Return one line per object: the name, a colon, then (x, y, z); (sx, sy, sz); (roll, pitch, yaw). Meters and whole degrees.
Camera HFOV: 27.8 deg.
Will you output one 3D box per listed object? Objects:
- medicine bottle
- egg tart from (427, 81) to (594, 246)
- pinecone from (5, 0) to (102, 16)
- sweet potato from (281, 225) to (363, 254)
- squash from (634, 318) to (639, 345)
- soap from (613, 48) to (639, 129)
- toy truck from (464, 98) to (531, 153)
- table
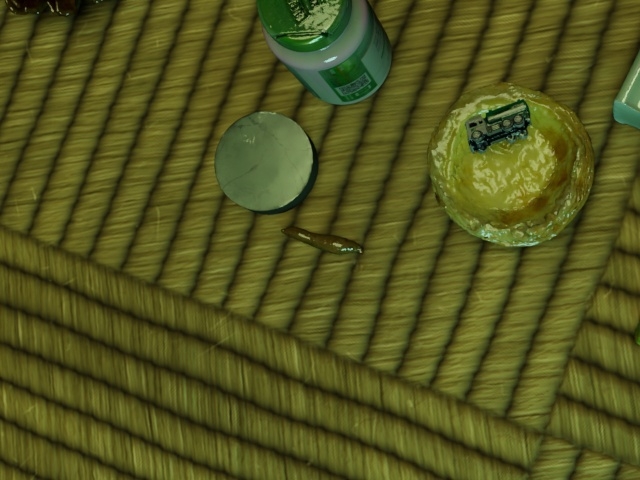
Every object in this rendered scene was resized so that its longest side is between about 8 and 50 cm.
medicine bottle: (0.004, -0.259, 1.602); (0.133, 0.274, 0.133); (-1, 84, 12)
egg tart: (0.240, -0.092, 1.628); (0.213, 0.090, 0.212); (-2, 81, 11)
pinecone: (-0.369, -0.406, 1.739); (0.229, 0.202, 0.201); (-30, 47, 6)
sweet potato: (0.000, 0.000, 1.699); (0.115, 0.026, 0.026); (15, 87, 12)
squash: (0.411, 0.091, 1.601); (0.027, 0.027, 0.083); (21, 89, 13)
soap: (0.433, -0.234, 1.589); (0.067, 0.119, 0.198); (27, 89, 13)
toy truck: (0.217, -0.141, 1.580); (0.083, 0.039, 0.044); (-20, 60, 9)
table: (-0.071, -0.102, 1.717); (0.134, 0.043, 0.133); (-1, 83, 11)
